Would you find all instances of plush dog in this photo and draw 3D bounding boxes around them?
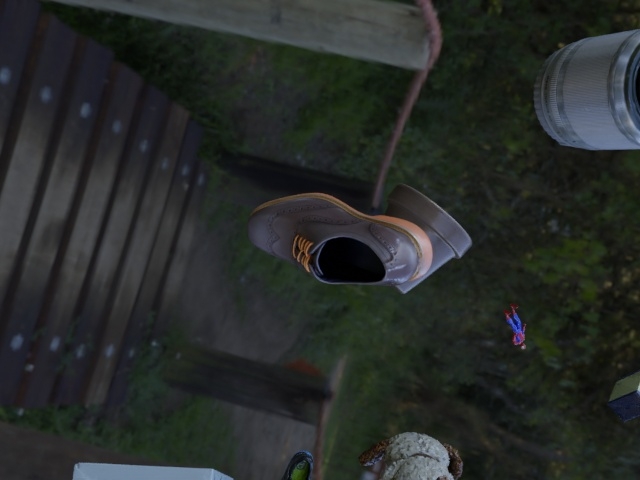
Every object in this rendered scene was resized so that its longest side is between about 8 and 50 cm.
[{"bbox_3d":[0.200,0.494,1.998,0.225,0.262,0.211,-94,-161,-57],"label":"plush dog"}]

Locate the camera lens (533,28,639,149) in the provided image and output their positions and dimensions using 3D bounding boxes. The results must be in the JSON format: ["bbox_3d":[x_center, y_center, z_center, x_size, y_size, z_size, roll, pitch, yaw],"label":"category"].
[{"bbox_3d":[0.566,-0.282,1.805,0.274,0.219,0.219,10,-97,64],"label":"camera lens"}]

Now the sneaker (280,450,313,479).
[{"bbox_3d":[-0.067,0.554,2.105,0.078,0.067,0.188,127,-14,-79],"label":"sneaker"}]

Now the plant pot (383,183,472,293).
[{"bbox_3d":[0.238,0.013,2.570,0.229,0.263,0.263,-51,171,-3],"label":"plant pot"}]

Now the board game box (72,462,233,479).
[{"bbox_3d":[-0.278,0.439,1.634,0.303,0.224,0.098,83,11,-74],"label":"board game box"}]

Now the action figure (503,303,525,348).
[{"bbox_3d":[0.426,0.192,2.065,0.038,0.030,0.115,-41,128,-25],"label":"action figure"}]

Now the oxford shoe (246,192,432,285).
[{"bbox_3d":[0.000,0.000,1.592,0.132,0.363,0.130,-21,114,-50],"label":"oxford shoe"}]

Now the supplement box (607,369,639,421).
[{"bbox_3d":[0.679,0.333,2.062,0.083,0.056,0.083,-38,-172,45],"label":"supplement box"}]
